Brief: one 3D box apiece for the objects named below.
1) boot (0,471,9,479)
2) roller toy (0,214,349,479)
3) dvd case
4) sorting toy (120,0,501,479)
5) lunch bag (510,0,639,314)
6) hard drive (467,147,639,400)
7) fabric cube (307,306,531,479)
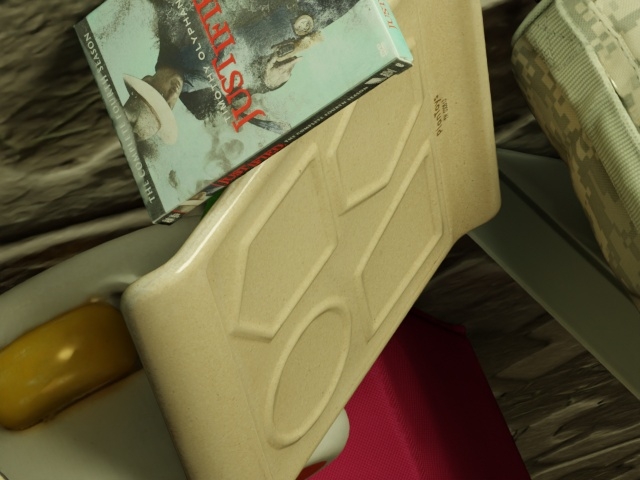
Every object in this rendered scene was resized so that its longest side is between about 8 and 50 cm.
[{"bbox_3d":[-0.133,0.181,0.739,0.138,0.377,0.284,-29,-169,-15],"label":"boot"},{"bbox_3d":[-0.098,0.079,0.964,0.209,0.146,0.191,-19,167,-45],"label":"roller toy"},{"bbox_3d":[-0.030,-0.071,0.711,0.119,0.087,0.013,-32,162,30],"label":"dvd case"},{"bbox_3d":[0.000,0.000,0.832,0.208,0.038,0.193,-50,151,-24],"label":"sorting toy"},{"bbox_3d":[0.238,0.000,0.876,0.256,0.305,0.212,-9,155,-38],"label":"lunch bag"},{"bbox_3d":[0.213,0.031,1.107,0.307,0.203,0.040,6,124,-55],"label":"hard drive"},{"bbox_3d":[-0.002,0.203,1.255,0.259,0.258,0.254,-27,161,15],"label":"fabric cube"}]
